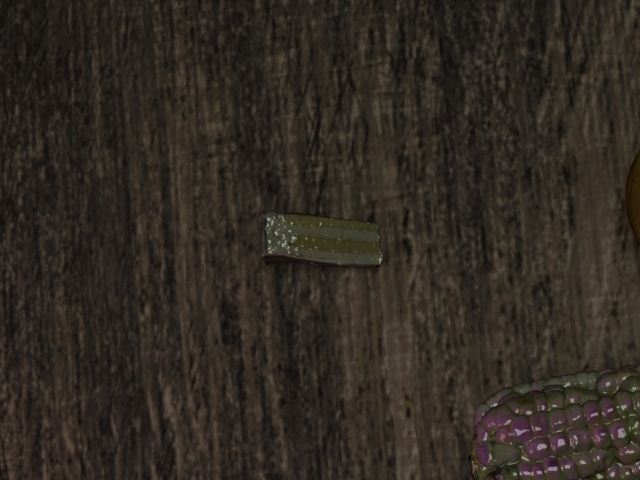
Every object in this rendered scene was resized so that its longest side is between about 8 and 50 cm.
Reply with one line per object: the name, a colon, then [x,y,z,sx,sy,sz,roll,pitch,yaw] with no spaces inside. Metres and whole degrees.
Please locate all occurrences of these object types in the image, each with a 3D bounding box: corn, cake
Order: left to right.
cake: [0.000,0.000,1.646,0.121,0.065,0.052,5,80,-8]
corn: [0.295,0.161,1.497,0.335,0.126,0.127,-16,76,8]

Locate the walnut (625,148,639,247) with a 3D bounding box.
walnut: [0.362,-0.018,1.498,0.159,0.159,0.207,-26,69,8]
